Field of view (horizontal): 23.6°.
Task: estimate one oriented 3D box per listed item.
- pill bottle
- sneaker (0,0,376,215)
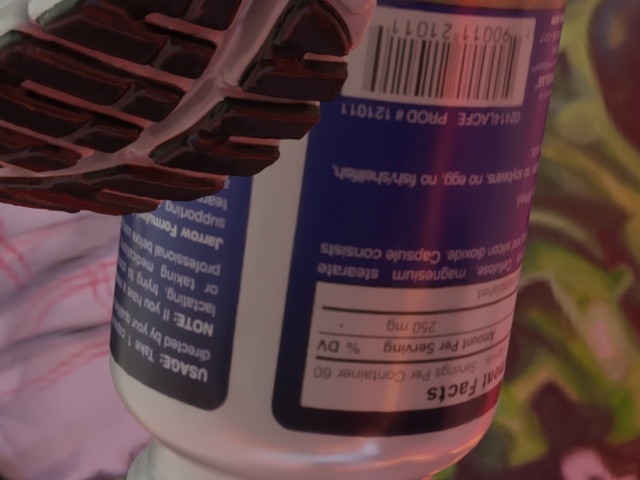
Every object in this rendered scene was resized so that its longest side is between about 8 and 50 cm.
[{"bbox_3d":[0.000,0.000,0.577,0.153,0.153,0.265,-105,-158,-75],"label":"pill bottle"},{"bbox_3d":[-0.026,-0.082,0.330,0.081,0.208,0.094,15,48,-41],"label":"sneaker"}]
